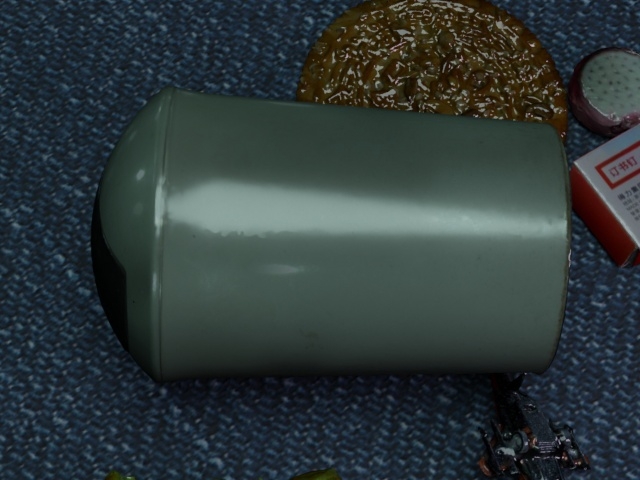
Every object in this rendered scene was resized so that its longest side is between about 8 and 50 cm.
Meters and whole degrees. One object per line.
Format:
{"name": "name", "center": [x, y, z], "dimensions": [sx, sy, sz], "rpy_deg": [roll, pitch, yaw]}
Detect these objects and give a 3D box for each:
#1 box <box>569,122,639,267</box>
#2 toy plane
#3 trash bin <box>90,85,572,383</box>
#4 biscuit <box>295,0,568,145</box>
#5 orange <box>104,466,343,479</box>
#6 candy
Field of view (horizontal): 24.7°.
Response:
{"name": "box", "center": [0.381, -0.075, 1.557], "dimensions": [0.229, 0.050, 0.123], "rpy_deg": [-30, 69, -14]}
{"name": "toy plane", "center": [0.199, 0.177, 1.434], "dimensions": [0.130, 0.061, 0.189], "rpy_deg": [1, 61, -27]}
{"name": "trash bin", "center": [0.000, 0.000, 1.390], "dimensions": [0.432, 0.280, 0.280], "rpy_deg": [2, 66, -3]}
{"name": "biscuit", "center": [0.122, -0.147, 1.585], "dimensions": [0.305, 0.038, 0.305], "rpy_deg": [1, 66, -2]}
{"name": "orange", "center": [-0.081, 0.284, 1.302], "dimensions": [0.237, 0.179, 0.158], "rpy_deg": [8, 69, -30]}
{"name": "candy", "center": [0.322, -0.162, 1.597], "dimensions": [0.103, 0.043, 0.103], "rpy_deg": [1, 66, -2]}
